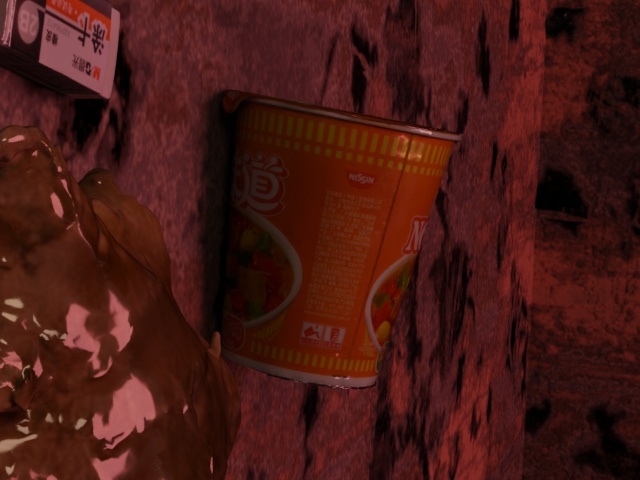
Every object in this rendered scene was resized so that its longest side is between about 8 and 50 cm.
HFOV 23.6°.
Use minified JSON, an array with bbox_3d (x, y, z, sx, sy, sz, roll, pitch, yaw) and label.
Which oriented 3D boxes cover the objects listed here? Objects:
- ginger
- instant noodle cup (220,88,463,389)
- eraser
[{"bbox_3d":[-0.124,0.060,0.707,0.270,0.123,0.219,63,31,-43],"label":"ginger"},{"bbox_3d":[0.000,0.000,1.063,0.168,0.168,0.185,-4,106,-73],"label":"instant noodle cup"},{"bbox_3d":[-0.138,-0.108,0.765,0.122,0.029,0.052,25,71,-71],"label":"eraser"}]
